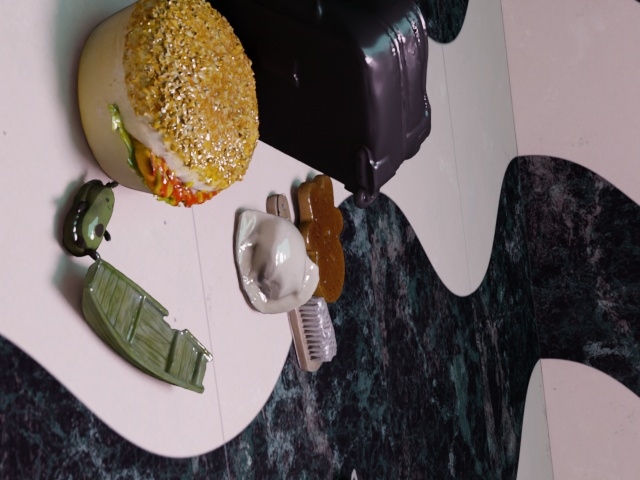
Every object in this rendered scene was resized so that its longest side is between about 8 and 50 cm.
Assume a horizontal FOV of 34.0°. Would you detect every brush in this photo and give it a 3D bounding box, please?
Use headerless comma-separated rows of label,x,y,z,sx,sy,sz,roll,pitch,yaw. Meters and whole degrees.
brush,-0.029,0.075,1.826,0.070,0.065,0.328,-36,117,-58

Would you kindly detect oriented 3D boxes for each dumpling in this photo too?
dumpling,-0.076,0.039,1.709,0.150,0.092,0.176,-61,146,-29

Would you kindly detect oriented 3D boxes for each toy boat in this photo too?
toy boat,-0.237,0.115,1.379,0.293,0.055,0.093,53,41,-49

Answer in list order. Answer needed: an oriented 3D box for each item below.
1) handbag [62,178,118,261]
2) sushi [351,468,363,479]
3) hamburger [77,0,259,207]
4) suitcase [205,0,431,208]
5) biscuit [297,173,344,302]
handbag,-0.288,-0.031,1.308,0.072,0.047,0.111,55,41,-49
sushi,0.065,0.569,1.950,0.231,0.047,0.220,59,31,-51
hamburger,-0.187,-0.188,1.396,0.276,0.179,0.294,7,80,-64
suitcase,-0.013,-0.259,1.518,0.188,0.345,0.339,-43,147,-26
biscuit,0.000,0.000,1.924,0.180,0.039,0.236,-30,113,-65
